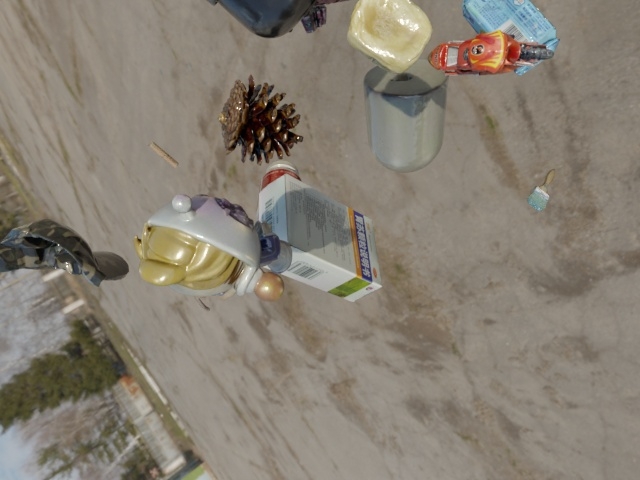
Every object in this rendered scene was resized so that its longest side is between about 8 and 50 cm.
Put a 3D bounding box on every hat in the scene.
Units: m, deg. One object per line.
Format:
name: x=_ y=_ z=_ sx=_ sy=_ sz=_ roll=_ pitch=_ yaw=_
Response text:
hat: x=-0.781 y=0.025 z=1.620 sx=0.367 sy=0.381 sz=0.257 roll=9 pitch=111 yaw=6

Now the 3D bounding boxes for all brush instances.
brush: x=0.766 y=-0.182 z=1.768 sx=0.070 sy=0.196 sz=0.021 roll=39 pitch=152 yaw=-1

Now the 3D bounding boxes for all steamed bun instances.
steamed bun: x=0.144 y=-0.436 z=1.115 sx=0.172 sy=0.140 sz=0.155 roll=39 pitch=-177 yaw=1

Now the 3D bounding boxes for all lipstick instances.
lipstick: x=-0.428 y=-0.234 z=1.409 sx=0.019 sy=0.019 sz=0.094 roll=25 pitch=166 yaw=48

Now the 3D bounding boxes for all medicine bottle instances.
medicine bottle: x=-0.116 y=-0.126 z=1.514 sx=0.250 sy=0.131 sz=0.131 roll=-90 pitch=-8 yaw=-51

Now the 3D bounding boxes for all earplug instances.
earplug: x=0.330 y=-0.460 z=2.011 sx=0.313 sy=0.313 sz=0.394 roll=35 pitch=146 yaw=38

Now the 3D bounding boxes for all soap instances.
soap: x=0.543 y=-0.626 z=1.488 sx=0.293 sy=0.156 sz=0.077 roll=54 pitch=-173 yaw=7

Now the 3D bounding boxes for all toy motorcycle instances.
toy motorcycle: x=0.377 y=-0.420 z=1.166 sx=0.298 sy=0.171 sz=0.089 roll=-141 pitch=45 yaw=-66

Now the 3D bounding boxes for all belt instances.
belt: x=-0.016 y=-0.648 z=1.434 sx=0.232 sy=0.071 sz=0.053 roll=-88 pitch=-6 yaw=-46

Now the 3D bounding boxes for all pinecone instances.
pinecone: x=-0.177 y=-0.337 z=1.520 sx=0.264 sy=0.264 sz=0.264 roll=41 pitch=150 yaw=30

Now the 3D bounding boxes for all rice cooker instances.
rice cooker: x=-0.097 y=-0.530 z=0.976 sx=0.224 sy=0.267 sz=0.267 roll=33 pitch=162 yaw=-21

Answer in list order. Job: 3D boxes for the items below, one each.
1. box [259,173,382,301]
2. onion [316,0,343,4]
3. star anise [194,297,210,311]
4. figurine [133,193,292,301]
box: x=0.000 y=0.000 z=1.207 sx=0.106 sy=0.299 sz=0.200 roll=-32 pitch=48 yaw=35
onion: x=0.005 y=-0.763 z=1.246 sx=0.347 sy=0.347 sz=0.285 roll=49 pitch=-166 yaw=16
star anise: x=-0.430 y=0.092 z=1.532 sx=0.148 sy=0.219 sz=0.227 roll=-24 pitch=61 yaw=52
figurine: x=-0.113 y=0.014 z=0.683 sx=0.194 sy=0.274 sz=0.133 roll=23 pitch=97 yaw=40
